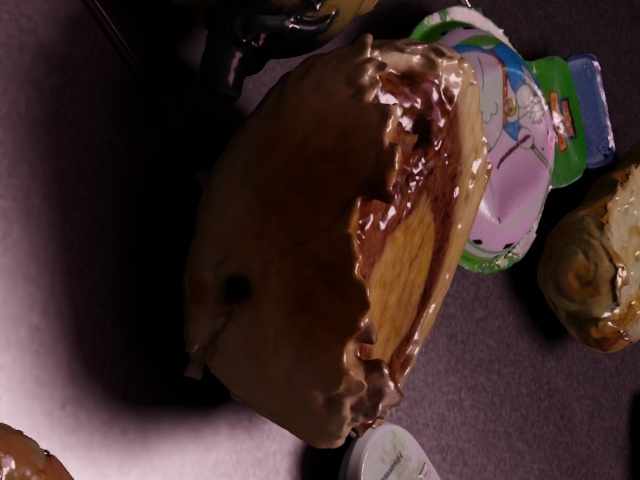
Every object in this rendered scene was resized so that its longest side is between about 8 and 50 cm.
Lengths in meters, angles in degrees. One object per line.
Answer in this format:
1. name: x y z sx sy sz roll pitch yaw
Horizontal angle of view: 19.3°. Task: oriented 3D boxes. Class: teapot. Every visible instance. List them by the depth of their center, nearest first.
1. teapot: -0.057 -0.215 1.189 0.182 0.173 0.270 -2 77 -26

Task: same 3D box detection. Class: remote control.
1. remote control: 0.072 0.235 1.332 0.097 0.045 0.256 -48 122 -42

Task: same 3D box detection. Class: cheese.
1. cheese: 0.142 -0.085 1.444 0.320 0.083 0.204 -16 96 -50

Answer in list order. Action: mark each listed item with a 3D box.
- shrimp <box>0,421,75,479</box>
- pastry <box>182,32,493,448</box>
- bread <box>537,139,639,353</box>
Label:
1. shrimp: -0.215 0.168 0.989 0.267 0.061 0.145 -9 81 -47
2. pastry: 0.003 -0.007 1.195 0.237 0.170 0.256 -2 104 -76
3. bread: 0.247 0.001 1.559 0.232 0.088 0.128 -45 127 -52
